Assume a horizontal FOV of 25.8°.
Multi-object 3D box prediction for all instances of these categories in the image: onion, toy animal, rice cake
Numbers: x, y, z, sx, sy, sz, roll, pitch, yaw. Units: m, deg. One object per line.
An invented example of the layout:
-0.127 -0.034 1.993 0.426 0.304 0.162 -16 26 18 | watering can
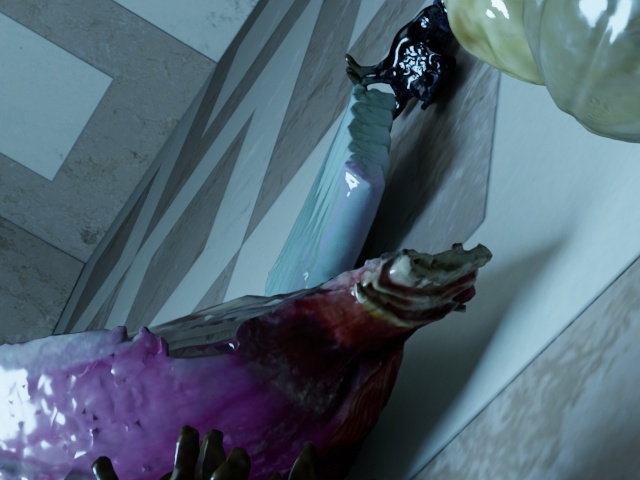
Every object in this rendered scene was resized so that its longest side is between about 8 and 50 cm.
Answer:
-0.060 0.110 0.721 0.348 0.267 0.159 -14 86 40 | onion
0.072 -0.140 1.064 0.108 0.062 0.220 -35 19 17 | toy animal
0.000 0.000 0.982 0.189 0.037 0.198 -83 16 -65 | rice cake

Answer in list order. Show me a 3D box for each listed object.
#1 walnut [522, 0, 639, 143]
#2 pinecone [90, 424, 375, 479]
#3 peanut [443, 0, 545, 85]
0.141 -0.107 0.482 0.140 0.140 0.162 -135 66 -78 | walnut
-0.024 0.141 0.472 0.163 0.165 0.163 -46 -13 -13 | pinecone
0.143 -0.217 0.695 0.140 0.153 0.325 -29 39 59 | peanut
